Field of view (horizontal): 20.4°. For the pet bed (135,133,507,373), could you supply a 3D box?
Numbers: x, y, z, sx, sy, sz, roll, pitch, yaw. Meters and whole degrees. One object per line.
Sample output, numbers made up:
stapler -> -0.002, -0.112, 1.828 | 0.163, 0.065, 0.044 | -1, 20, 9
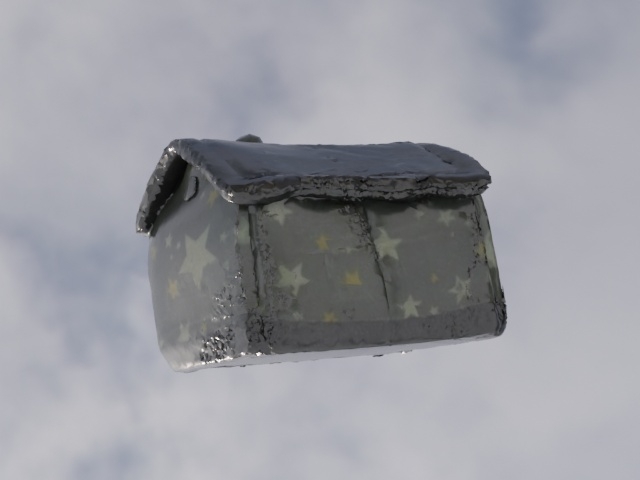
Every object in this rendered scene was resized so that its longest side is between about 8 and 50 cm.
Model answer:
pet bed -> 0.000, 0.000, 1.197 | 0.211, 0.183, 0.159 | -4, -97, -27
